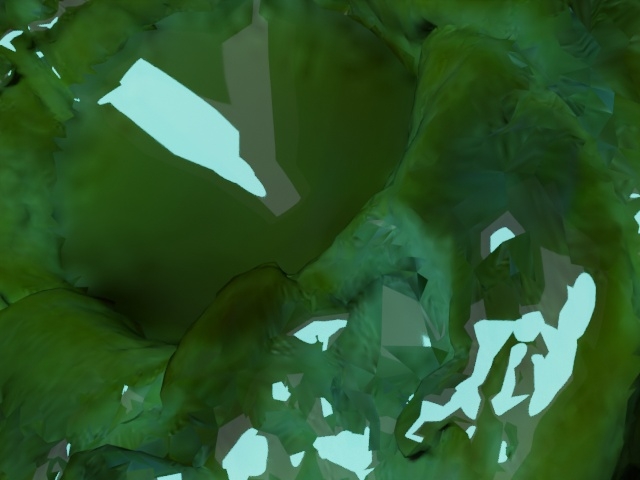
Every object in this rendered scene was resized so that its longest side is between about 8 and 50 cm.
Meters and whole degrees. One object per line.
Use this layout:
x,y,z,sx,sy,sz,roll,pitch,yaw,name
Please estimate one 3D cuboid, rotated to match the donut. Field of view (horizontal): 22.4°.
0.000,0.000,0.514,0.360,0.170,0.360,-15,56,24,donut
